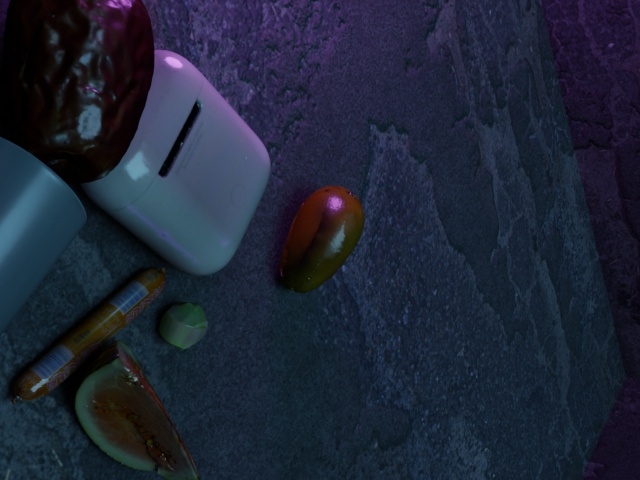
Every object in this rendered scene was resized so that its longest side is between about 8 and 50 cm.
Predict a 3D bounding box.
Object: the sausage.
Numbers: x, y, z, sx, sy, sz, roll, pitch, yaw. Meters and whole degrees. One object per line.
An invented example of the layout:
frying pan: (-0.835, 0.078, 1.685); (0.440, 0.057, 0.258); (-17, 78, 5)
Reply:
sausage: (-0.362, 0.146, 1.437); (0.348, 0.053, 0.053); (-46, 127, -40)

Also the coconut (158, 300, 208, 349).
coconut: (-0.239, 0.145, 1.578); (0.083, 0.082, 0.081); (22, 104, -11)

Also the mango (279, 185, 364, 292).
mango: (0.000, 0.000, 1.815); (0.136, 0.166, 0.236); (29, 90, -5)

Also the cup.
cup: (-0.473, 0.032, 1.159); (0.205, 0.205, 0.312); (55, 53, -40)

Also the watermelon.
watermelon: (-0.321, 0.283, 1.452); (0.128, 0.159, 0.303); (-31, 124, -13)

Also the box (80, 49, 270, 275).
box: (-0.234, -0.123, 1.502); (0.349, 0.141, 0.289); (46, 60, -44)

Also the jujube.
jujube: (-0.344, -0.241, 1.266); (0.223, 0.223, 0.318); (32, 51, -49)
